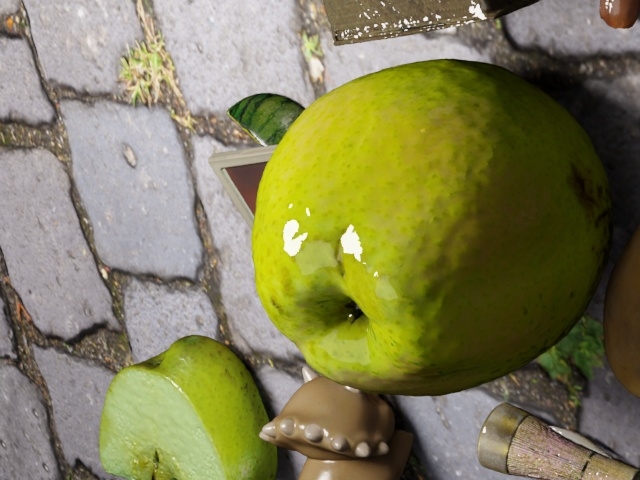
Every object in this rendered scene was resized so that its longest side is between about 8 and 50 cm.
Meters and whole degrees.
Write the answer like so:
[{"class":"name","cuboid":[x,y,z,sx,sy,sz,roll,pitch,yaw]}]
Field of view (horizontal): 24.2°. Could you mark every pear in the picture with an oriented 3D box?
[{"class":"pear","cuboid":[0.105,-0.006,1.581,0.391,0.391,0.391,24,128,35]},{"class":"pear","cuboid":[-0.185,0.255,2.188,0.292,0.159,0.292,20,124,33]}]

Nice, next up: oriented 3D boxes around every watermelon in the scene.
[{"class":"watermelon","cuboid":[-0.060,-0.126,1.899,0.181,0.075,0.092,44,138,18]}]

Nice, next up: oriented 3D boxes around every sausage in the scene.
[{"class":"sausage","cuboid":[0.296,-0.291,1.462,0.040,0.047,0.177,10,121,21]}]

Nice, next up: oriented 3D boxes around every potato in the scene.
[{"class":"potato","cuboid":[0.371,0.067,1.534,0.150,0.146,0.234,12,126,3]}]

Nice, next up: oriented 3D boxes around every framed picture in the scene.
[{"class":"framed picture","cuboid":[0.000,0.000,1.896,0.211,0.020,0.289,-5,124,46]}]

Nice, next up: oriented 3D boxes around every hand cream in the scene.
[{"class":"hand cream","cuboid":[0.287,0.262,1.773,0.203,0.084,0.084,19,125,32]}]

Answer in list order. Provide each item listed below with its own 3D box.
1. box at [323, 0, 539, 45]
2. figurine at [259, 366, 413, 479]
[{"class":"box","cuboid":[0.127,-0.297,1.496,0.273,0.184,0.143,2,115,57]},{"class":"figurine","cuboid":[0.001,0.285,1.949,0.173,0.247,0.177,41,172,-30]}]
